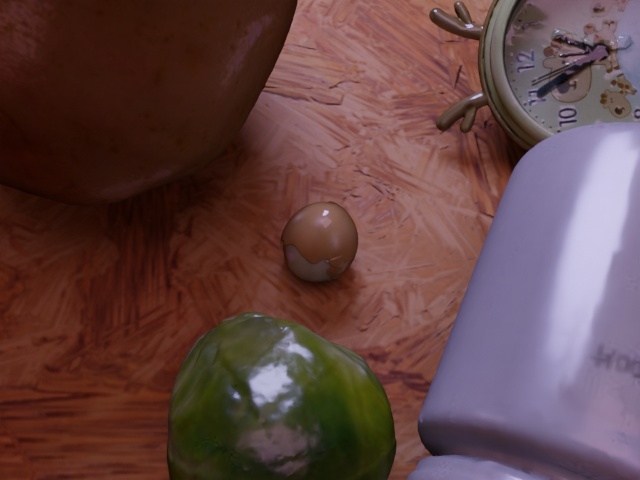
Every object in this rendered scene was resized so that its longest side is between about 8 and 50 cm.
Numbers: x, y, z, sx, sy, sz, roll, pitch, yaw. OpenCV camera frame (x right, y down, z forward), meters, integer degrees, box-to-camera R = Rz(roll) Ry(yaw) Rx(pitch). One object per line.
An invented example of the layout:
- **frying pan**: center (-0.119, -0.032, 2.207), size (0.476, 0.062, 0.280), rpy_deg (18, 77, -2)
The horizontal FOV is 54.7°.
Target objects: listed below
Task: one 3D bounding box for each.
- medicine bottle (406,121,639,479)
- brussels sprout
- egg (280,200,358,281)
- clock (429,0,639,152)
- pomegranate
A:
- **medicine bottle**: center (0.189, 0.115, 0.444), size (0.211, 0.211, 0.371), rpy_deg (22, 65, 9)
- **brussels sprout**: center (-0.038, 0.142, 0.464), size (0.181, 0.144, 0.161), rpy_deg (25, 84, 35)
- **egg**: center (0.000, 0.000, 0.567), size (0.071, 0.083, 0.071), rpy_deg (2, 62, -5)
- **clock**: center (0.267, -0.185, 0.614), size (0.308, 0.096, 0.234), rpy_deg (-3, 95, 12)
- **pomegranate**: center (-0.206, -0.226, 0.529), size (0.412, 0.411, 0.411), rpy_deg (1, 63, -1)
